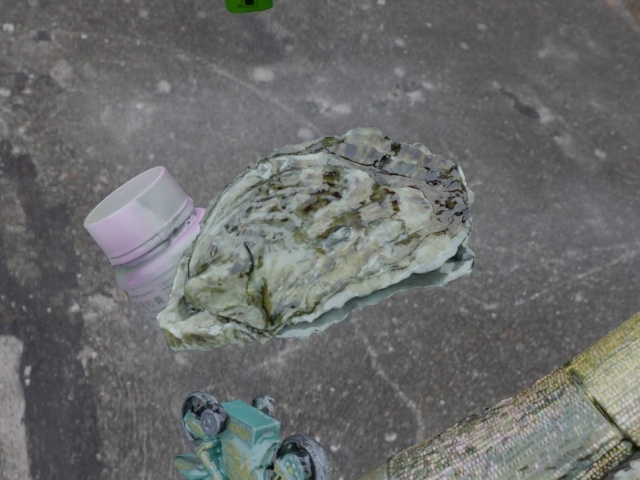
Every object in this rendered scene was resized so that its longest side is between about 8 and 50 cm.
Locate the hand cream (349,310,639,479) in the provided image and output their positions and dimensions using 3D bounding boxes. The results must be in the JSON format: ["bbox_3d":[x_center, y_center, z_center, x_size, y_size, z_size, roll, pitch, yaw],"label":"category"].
[{"bbox_3d":[0.097,0.094,0.331,0.084,0.203,0.084,45,14,-14],"label":"hand cream"}]

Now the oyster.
[{"bbox_3d":[0.000,0.000,0.648,0.268,0.112,0.198,-7,45,2],"label":"oyster"}]

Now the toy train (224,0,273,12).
[{"bbox_3d":[-0.071,-0.288,0.714,0.044,0.042,0.209,-5,51,-2],"label":"toy train"}]

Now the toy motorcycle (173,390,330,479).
[{"bbox_3d":[-0.100,0.318,1.047,0.109,0.198,0.296,-2,14,-45],"label":"toy motorcycle"}]

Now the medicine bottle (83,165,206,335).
[{"bbox_3d":[-0.312,0.023,1.564,0.302,0.241,0.241,56,40,-21],"label":"medicine bottle"}]
